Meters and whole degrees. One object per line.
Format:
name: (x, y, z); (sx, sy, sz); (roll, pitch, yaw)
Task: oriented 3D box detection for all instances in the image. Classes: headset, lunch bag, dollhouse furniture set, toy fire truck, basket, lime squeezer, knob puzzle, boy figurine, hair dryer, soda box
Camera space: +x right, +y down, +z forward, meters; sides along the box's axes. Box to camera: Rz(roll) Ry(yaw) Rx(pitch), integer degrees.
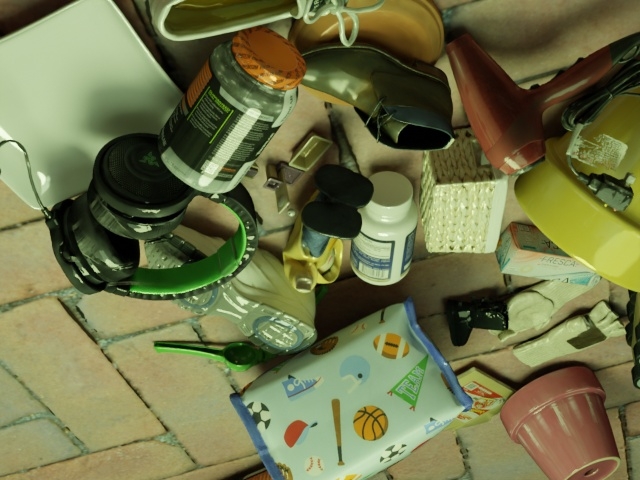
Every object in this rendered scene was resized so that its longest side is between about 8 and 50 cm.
headset: (-0.259, -0.013, 1.401); (0.394, 0.185, 0.243); (22, 131, -33)
lunch bag: (0.053, 0.265, 1.805); (0.328, 0.239, 0.385); (-28, 166, 0)
dollhouse furniture set: (-0.041, -0.093, 1.505); (0.091, 0.081, 0.114); (18, 134, -31)
toy fire truck: (0.662, 0.140, 1.932); (0.246, 0.158, 0.217); (-5, 142, 9)
basket: (0.198, -0.070, 1.568); (0.103, 0.113, 0.167); (-3, 142, -3)
lime squeezer: (-0.112, 0.158, 1.843); (0.310, 0.059, 0.110); (-19, 111, 14)
knob puzzle: (0.263, 0.307, 2.121); (0.213, 0.030, 0.213); (-7, 142, -5)
boy figurine: (0.000, 0.000, 1.566); (0.092, 0.177, 0.285); (19, 158, 0)
hair dryer: (0.289, -0.181, 1.398); (0.294, 0.223, 0.080); (21, -179, 2)
soda box: (0.369, 0.024, 1.767); (0.183, 0.058, 0.063); (9, 138, -22)

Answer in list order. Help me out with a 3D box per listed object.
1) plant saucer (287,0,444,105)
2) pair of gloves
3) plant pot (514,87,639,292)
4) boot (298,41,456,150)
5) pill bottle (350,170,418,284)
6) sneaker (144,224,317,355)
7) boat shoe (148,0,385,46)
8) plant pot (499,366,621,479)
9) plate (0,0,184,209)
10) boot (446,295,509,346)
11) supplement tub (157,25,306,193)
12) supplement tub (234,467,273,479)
plant saucer: (0.058, -0.236, 1.385); (0.200, 0.037, 0.200); (-6, 143, -5)
pair of gloves: (0.407, 0.144, 1.941); (0.204, 0.042, 0.240); (-26, 139, 20)
plant pot: (0.431, -0.096, 1.498); (0.254, 0.254, 0.239); (18, 120, -31)
boot: (0.069, -0.173, 1.348); (0.219, 0.106, 0.082); (6, 139, -21)
pill bottle: (0.093, -0.020, 1.618); (0.094, 0.094, 0.169); (-5, 142, -7)
sneaker: (-0.131, 0.056, 1.656); (0.297, 0.129, 0.111); (35, 128, -20)
boat shoe: (-0.010, -0.285, 1.208); (0.367, 0.156, 0.135); (-10, 142, 0)
plant pot: (0.465, 0.365, 2.093); (0.201, 0.180, 0.201); (-16, 145, -11)
plate: (-0.314, -0.171, 1.373); (0.277, 0.045, 0.278); (-22, 141, 13)
boot: (0.269, 0.140, 1.881); (0.099, 0.045, 0.121); (1, 139, 17)
supplement tub: (-0.104, -0.156, 1.323); (0.117, 0.117, 0.190); (17, 131, -31)
supplement tub: (-0.083, 0.551, 2.207); (0.338, 0.207, 0.207); (-26, 139, 20)
